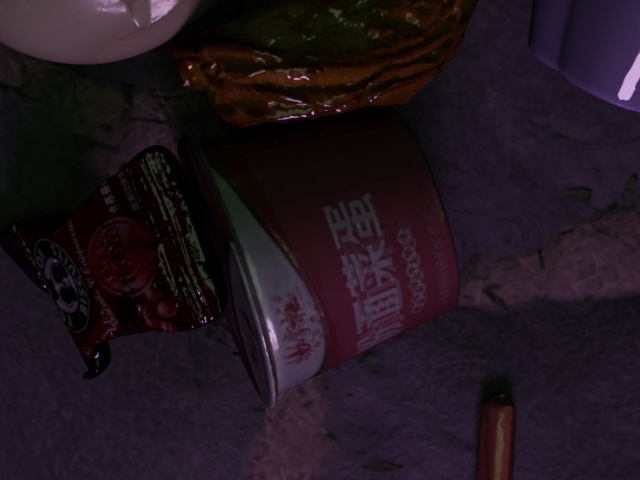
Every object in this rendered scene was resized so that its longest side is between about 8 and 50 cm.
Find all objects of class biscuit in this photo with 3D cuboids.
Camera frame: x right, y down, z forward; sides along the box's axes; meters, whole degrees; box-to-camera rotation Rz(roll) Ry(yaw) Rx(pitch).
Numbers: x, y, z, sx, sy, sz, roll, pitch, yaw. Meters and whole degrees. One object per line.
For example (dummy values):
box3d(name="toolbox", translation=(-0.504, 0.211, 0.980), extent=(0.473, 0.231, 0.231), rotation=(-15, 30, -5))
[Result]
box3d(name="biscuit", translation=(-0.174, 0.027, 1.351), extent=(0.063, 0.235, 0.151), rotation=(-23, 89, -42))

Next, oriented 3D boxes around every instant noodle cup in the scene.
box3d(name="instant noodle cup", translation=(0.000, 0.000, 1.344), extent=(0.178, 0.235, 0.235), rotation=(-19, 100, -9))

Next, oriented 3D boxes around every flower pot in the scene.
box3d(name="flower pot", translation=(0.301, -0.227, 1.312), extent=(0.265, 0.265, 0.243), rotation=(17, 109, -6))

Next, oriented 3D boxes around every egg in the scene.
box3d(name="egg", translation=(-0.168, -0.256, 1.288), extent=(0.269, 0.219, 0.219), rotation=(-42, 99, 6))

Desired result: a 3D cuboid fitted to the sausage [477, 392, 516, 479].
box3d(name="sausage", translation=(0.159, 0.210, 1.476), extent=(0.030, 0.035, 0.147), rotation=(5, 101, 20))

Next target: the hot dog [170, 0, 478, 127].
box3d(name="hot dog", translation=(0.017, -0.162, 1.320), extent=(0.259, 0.175, 0.114), rotation=(-27, 105, -23))
